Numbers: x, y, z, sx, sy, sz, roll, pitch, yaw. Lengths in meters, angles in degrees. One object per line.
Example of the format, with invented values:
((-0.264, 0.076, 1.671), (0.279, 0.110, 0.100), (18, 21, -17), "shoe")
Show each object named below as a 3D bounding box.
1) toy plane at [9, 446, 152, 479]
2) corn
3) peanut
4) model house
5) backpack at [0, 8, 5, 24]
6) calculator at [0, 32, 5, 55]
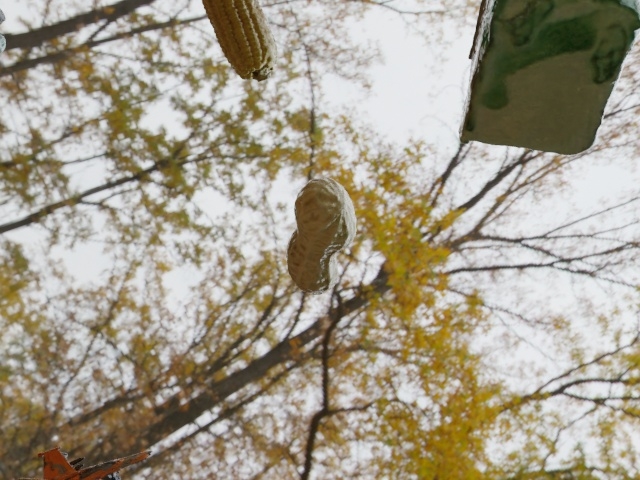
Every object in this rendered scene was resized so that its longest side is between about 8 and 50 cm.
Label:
((-0.297, 0.304, 0.945), (0.062, 0.188, 0.135), (89, -18, -44), "toy plane")
((-0.192, -0.504, 1.594), (0.120, 0.120, 0.364), (-12, -74, 50), "corn")
((0.000, 0.000, 1.594), (0.136, 0.120, 0.299), (23, -48, 11), "peanut")
((0.321, -0.330, 1.104), (0.193, 0.325, 0.267), (8, -41, 3), "model house")
((-0.562, -0.335, 1.138), (0.105, 0.165, 0.120), (-14, -56, 42), "backpack")
((-0.493, -0.257, 0.998), (0.141, 0.045, 0.246), (47, -37, -14), "calculator")
